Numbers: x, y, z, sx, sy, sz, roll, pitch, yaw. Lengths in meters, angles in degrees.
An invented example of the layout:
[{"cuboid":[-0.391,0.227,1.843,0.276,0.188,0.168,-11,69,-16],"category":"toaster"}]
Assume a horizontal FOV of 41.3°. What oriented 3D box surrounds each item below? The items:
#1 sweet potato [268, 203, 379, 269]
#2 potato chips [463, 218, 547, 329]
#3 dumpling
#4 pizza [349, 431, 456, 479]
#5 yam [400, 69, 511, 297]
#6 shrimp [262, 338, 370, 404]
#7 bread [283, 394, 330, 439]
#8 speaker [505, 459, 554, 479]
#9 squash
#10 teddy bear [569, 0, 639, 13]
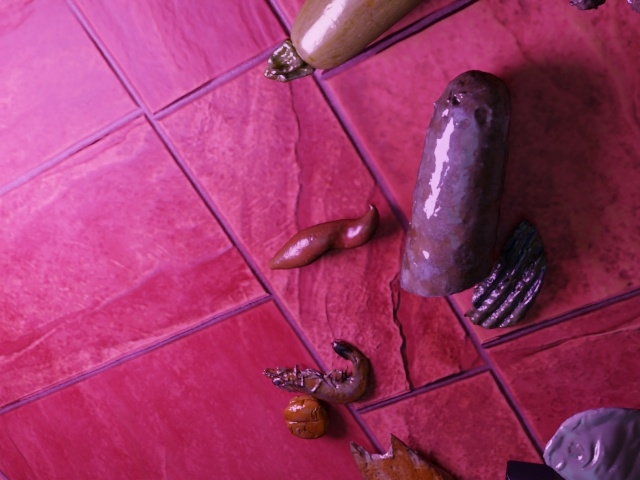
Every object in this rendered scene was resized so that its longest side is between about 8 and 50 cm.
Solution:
[{"cuboid":[0.001,0.002,1.277,0.202,0.058,0.055,-21,92,23],"category":"sweet potato"},{"cuboid":[0.288,0.058,1.266,0.092,0.028,0.207,22,123,-2],"category":"potato chips"},{"cuboid":[0.454,0.338,1.359,0.219,0.152,0.108,21,165,-18],"category":"dumpling"},{"cuboid":[0.147,0.430,1.502,0.181,0.034,0.262,-36,107,26],"category":"pizza"},{"cuboid":[0.191,-0.070,1.161,0.133,0.133,0.330,9,117,6],"category":"yam"},{"cuboid":[-0.002,0.213,1.410,0.178,0.034,0.124,16,118,0],"category":"shrimp"},{"cuboid":[-0.023,0.301,1.458,0.081,0.046,0.083,14,120,0],"category":"bread"},{"cuboid":[0.356,0.482,1.483,0.082,0.044,0.218,5,120,9],"category":"speaker"},{"cuboid":[0.038,-0.297,1.082,0.137,0.137,0.287,39,133,-11],"category":"squash"},{"cuboid":[0.348,-0.345,0.961,0.182,0.129,0.251,-49,62,28],"category":"teddy bear"}]
